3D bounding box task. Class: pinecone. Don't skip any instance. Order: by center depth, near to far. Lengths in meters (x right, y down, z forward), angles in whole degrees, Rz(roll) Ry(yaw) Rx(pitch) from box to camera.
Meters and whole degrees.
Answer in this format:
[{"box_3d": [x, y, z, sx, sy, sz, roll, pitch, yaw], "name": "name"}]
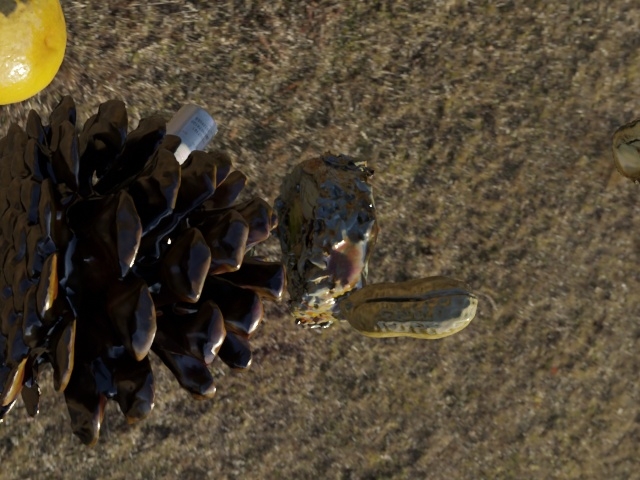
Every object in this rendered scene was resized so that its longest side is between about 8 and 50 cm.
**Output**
[{"box_3d": [-0.116, 0.020, 0.464, 0.208, 0.208, 0.207, -7, 108, -21], "name": "pinecone"}]

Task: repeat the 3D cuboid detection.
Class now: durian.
[{"box_3d": [0.344, -0.096, 0.803, 0.052, 0.130, 0.066, -18, 85, -12], "name": "durian"}]

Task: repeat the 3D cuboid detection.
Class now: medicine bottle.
[{"box_3d": [-0.166, -0.117, 0.938, 0.052, 0.052, 0.089, 48, 61, -27], "name": "medicine bottle"}]

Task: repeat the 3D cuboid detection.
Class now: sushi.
[{"box_3d": [-0.001, -0.001, 1.763, 0.176, 0.417, 0.417, 3, 104, -17], "name": "sushi"}]

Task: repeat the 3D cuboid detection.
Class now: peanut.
[{"box_3d": [0.107, 0.084, 0.961, 0.080, 0.175, 0.080, 19, 69, -61], "name": "peanut"}]

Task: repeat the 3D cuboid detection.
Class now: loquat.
[{"box_3d": [-0.418, -0.263, 0.970, 0.208, 0.208, 0.208, -7, 108, -21], "name": "loquat"}]

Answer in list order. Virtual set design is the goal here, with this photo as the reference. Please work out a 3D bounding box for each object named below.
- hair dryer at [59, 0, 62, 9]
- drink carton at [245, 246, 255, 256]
[{"box_3d": [-0.563, -0.469, 1.612, 0.038, 0.124, 0.063, -15, 100, -34], "name": "hair dryer"}, {"box_3d": [-0.284, 0.030, 1.949, 0.190, 0.191, 0.185, -35, 102, 34], "name": "drink carton"}]
